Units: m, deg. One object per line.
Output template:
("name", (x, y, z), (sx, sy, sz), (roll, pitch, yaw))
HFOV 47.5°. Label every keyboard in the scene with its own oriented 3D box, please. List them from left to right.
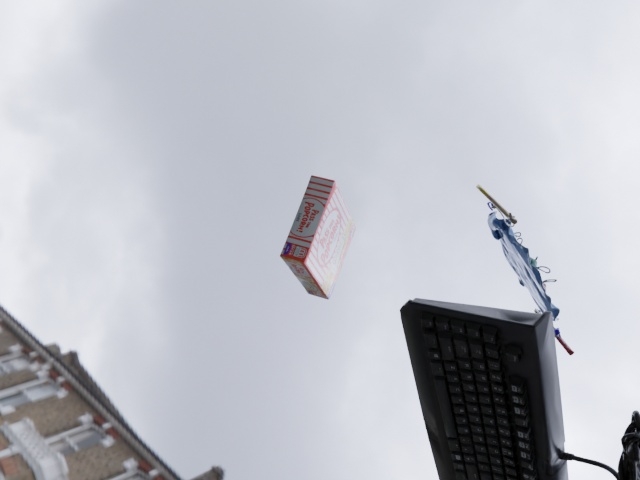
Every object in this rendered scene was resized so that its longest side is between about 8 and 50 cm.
("keyboard", (0.181, 0.182, 0.610), (0.202, 0.033, 0.317), (4, -50, 30))

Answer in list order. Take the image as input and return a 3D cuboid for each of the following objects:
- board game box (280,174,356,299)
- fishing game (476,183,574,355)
("board game box", (0.000, 0.000, 1.217), (0.045, 0.193, 0.146), (15, -107, 19))
("fishing game", (0.307, 0.035, 1.073), (0.264, 0.041, 0.189), (59, 5, -22))
